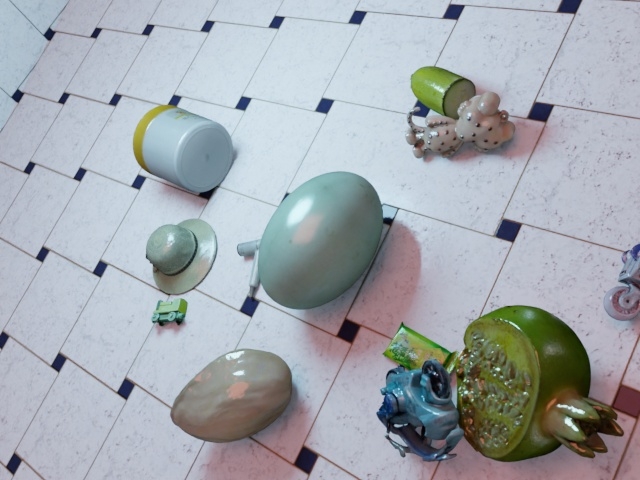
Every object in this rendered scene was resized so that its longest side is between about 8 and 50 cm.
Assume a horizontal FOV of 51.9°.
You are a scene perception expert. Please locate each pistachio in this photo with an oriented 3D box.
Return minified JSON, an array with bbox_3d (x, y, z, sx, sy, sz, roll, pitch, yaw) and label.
[{"bbox_3d":[-0.222,0.395,1.651,0.332,0.226,0.208,-28,19,8],"label":"pistachio"}]

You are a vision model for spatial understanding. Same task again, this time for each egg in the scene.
[{"bbox_3d":[0.000,0.000,1.675,0.276,0.276,0.389,38,91,37],"label":"egg"}]

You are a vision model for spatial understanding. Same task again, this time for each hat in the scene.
[{"bbox_3d":[-0.457,0.024,2.024,0.257,0.130,0.257,-14,60,25],"label":"hat"}]

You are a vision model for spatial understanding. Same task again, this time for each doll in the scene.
[{"bbox_3d":[0.353,-0.289,1.694,0.278,0.154,0.119,-4,37,31],"label":"doll"}]

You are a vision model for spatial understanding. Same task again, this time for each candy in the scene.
[{"bbox_3d":[0.236,0.270,1.557,0.178,0.032,0.102,27,82,37],"label":"candy"}]

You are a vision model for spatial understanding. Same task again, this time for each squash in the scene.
[{"bbox_3d":[0.317,-0.413,1.794,0.123,0.123,0.187,-51,49,-1],"label":"squash"}]

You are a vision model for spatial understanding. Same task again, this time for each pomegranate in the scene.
[{"bbox_3d":[0.435,0.294,1.290,0.358,0.216,0.309,27,108,54],"label":"pomegranate"}]

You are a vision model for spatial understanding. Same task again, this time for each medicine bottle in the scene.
[{"bbox_3d":[-0.437,-0.294,2.102,0.232,0.238,0.238,24,81,35],"label":"medicine bottle"}]

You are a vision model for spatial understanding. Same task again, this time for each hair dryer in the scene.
[{"bbox_3d":[-0.168,0.081,1.889,0.155,0.044,0.183,-13,66,26],"label":"hair dryer"}]

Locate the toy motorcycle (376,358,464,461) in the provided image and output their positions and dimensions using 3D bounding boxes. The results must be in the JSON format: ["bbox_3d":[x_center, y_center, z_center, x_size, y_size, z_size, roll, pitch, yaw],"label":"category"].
[{"bbox_3d":[0.216,0.360,1.396,0.260,0.154,0.206,143,117,-65],"label":"toy motorcycle"}]

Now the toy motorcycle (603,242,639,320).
[{"bbox_3d":[0.683,0.060,1.368,0.112,0.112,0.254,25,80,36],"label":"toy motorcycle"}]

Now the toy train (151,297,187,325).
[{"bbox_3d":[-0.457,0.216,1.981,0.122,0.050,0.081,-7,59,28],"label":"toy train"}]
